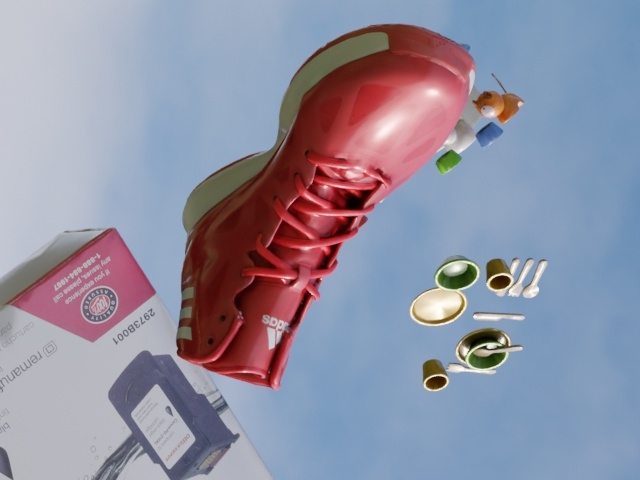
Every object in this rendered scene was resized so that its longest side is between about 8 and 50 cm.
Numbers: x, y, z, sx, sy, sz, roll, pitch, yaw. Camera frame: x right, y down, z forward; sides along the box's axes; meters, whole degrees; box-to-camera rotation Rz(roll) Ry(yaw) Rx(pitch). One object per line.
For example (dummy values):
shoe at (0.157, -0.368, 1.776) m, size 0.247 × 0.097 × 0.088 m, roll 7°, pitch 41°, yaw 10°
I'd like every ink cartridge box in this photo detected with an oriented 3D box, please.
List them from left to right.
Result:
ink cartridge box at (-0.156, 0.136, 1.222) m, size 0.172 × 0.237 × 0.100 m, roll -39°, pitch -164°, yaw -25°

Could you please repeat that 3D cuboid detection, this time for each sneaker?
sneaker at (0.000, 0.000, 0.872) m, size 0.221 × 0.087 × 0.128 m, roll -46°, pitch -148°, yaw 49°

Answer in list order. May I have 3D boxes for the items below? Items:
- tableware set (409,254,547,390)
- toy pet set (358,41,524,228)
tableware set at (0.120, 0.068, 1.483) m, size 0.154 × 0.104 × 0.024 m, roll 110°, pitch -23°, yaw -44°
toy pet set at (0.055, -0.077, 1.049) m, size 0.122 × 0.065 × 0.114 m, roll -33°, pitch -170°, yaw 35°
